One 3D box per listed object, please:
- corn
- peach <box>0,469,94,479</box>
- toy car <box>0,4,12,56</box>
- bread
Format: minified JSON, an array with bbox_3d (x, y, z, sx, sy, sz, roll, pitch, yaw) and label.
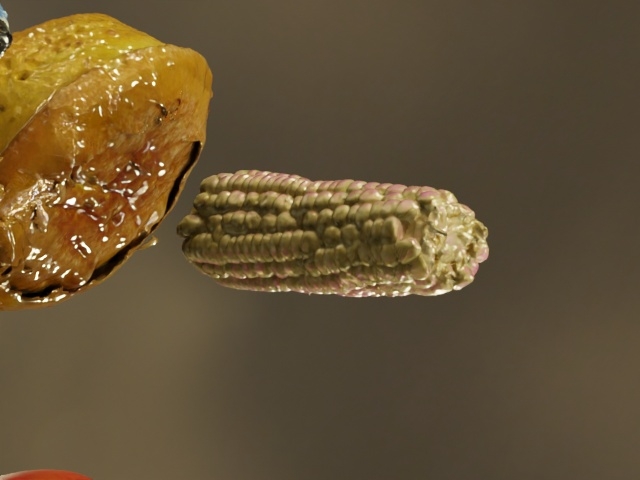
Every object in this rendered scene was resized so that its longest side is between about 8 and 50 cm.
[{"bbox_3d":[0.002,-0.001,1.083,0.335,0.126,0.126,8,-69,45],"label":"corn"},{"bbox_3d":[-0.456,0.523,1.707,0.388,0.388,0.388,12,-67,31],"label":"peach"},{"bbox_3d":[-0.331,-0.163,0.888,0.080,0.171,0.070,61,-36,14],"label":"toy car"},{"bbox_3d":[-0.292,-0.092,1.299,0.204,0.358,0.337,35,-44,19],"label":"bread"}]
